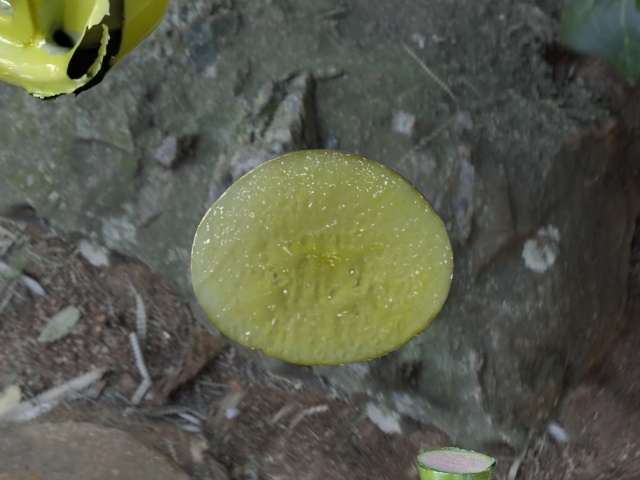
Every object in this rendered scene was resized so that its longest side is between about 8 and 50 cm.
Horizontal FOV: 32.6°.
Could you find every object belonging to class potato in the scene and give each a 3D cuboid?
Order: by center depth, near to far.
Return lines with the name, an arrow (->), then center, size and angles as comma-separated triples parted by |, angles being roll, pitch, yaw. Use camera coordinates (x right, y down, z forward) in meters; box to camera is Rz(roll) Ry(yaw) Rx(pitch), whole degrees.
potato -> 0.000, 0.000, 0.924 | 0.203, 0.158, 0.178 | -14, 104, 3

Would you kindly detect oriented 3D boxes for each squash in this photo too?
squash -> 0.177, 0.346, 1.418 | 0.105, 0.105, 0.132 | 0, 96, 9

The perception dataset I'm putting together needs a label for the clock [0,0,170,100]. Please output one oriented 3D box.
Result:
clock -> -0.165, -0.192, 0.453 | 0.277, 0.293, 0.071 | 42, 62, 3
